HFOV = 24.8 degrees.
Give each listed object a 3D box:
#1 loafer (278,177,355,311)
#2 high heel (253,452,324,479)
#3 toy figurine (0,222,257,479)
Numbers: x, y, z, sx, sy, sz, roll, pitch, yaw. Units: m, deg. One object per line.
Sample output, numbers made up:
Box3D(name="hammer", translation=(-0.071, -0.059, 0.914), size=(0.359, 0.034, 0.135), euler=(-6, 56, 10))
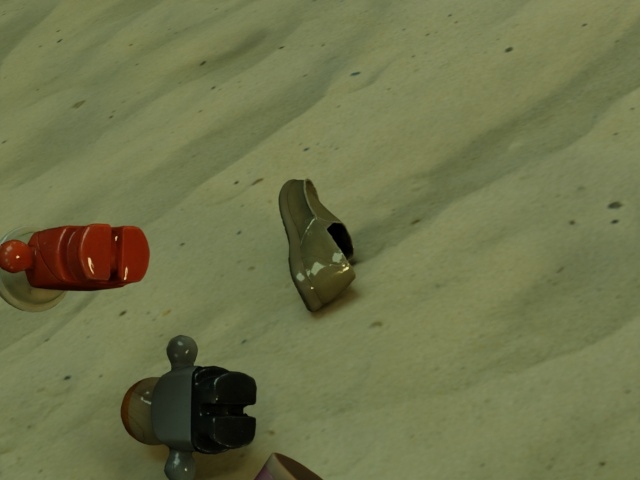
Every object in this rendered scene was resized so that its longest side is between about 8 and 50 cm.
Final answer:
Box3D(name="loafer", translation=(0.000, 0.000, 1.161), size=(0.050, 0.056, 0.148), euler=(-18, 40, 6))
Box3D(name="high heel", translation=(0.024, 0.272, 0.698), size=(0.181, 0.127, 0.377), euler=(-53, 37, 3))
Box3D(name="toy figurine", translation=(-0.172, 0.108, 0.946), size=(0.148, 0.209, 0.213), euler=(-9, 35, 52))
